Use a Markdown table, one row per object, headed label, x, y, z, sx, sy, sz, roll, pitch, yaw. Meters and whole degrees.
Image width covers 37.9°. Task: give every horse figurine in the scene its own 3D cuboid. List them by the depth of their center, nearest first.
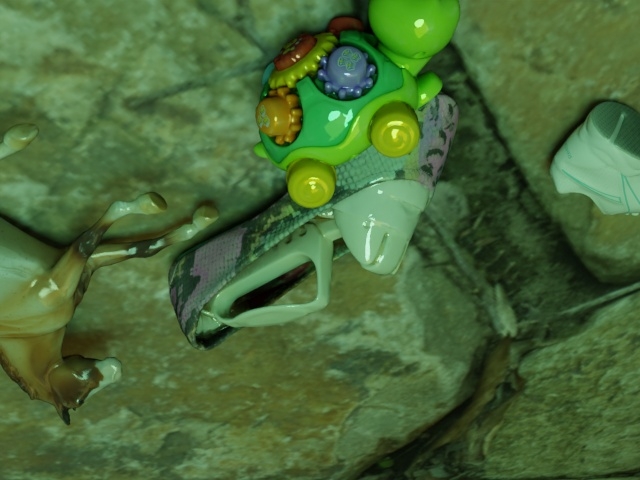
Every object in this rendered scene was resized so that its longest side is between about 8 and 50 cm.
| label | x | y | z | sx | sy | sz | roll | pitch | yaw |
| --- | --- | --- | --- | --- | --- | --- | --- | --- | --- |
| horse figurine | -0.183 | -0.002 | 0.513 | 0.174 | 0.066 | 0.263 | -35 | 135 | 21 |

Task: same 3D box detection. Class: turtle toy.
| label | x | y | z | sx | sy | sz | roll | pitch | yaw |
| --- | --- | --- | --- | --- | --- | --- | --- | --- | --- |
| turtle toy | 0.016 | -0.081 | 0.473 | 0.130 | 0.095 | 0.066 | -31 | 116 | 17 |

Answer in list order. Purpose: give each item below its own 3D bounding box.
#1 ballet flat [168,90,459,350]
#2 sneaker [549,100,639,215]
| label | x | y | z | sx | sy | sz | roll | pitch | yaw |
| --- | --- | --- | --- | --- | --- | --- | --- | --- | --- |
| ballet flat | 0.000 | 0.000 | 0.557 | 0.221 | 0.079 | 0.077 | -33 | 145 | 20 |
| sneaker | 0.213 | -0.041 | 0.602 | 0.152 | 0.053 | 0.061 | 18 | 139 | -24 |
